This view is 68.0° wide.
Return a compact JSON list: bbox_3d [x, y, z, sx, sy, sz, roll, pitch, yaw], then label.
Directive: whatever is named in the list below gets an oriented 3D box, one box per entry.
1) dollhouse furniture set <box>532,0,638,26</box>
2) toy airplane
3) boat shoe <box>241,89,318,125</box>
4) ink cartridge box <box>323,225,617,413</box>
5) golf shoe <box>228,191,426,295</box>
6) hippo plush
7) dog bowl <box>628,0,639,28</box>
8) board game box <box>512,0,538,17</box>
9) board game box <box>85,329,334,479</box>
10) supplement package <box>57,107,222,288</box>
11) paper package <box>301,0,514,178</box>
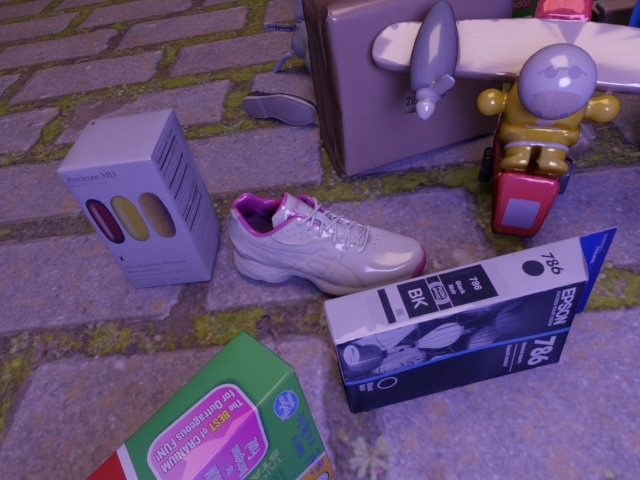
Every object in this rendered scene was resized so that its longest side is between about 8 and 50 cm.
[{"bbox_3d":[0.589,-0.457,1.003,0.211,0.161,0.242,-6,45,7],"label":"dollhouse furniture set"},{"bbox_3d":[0.316,-0.234,0.639,0.386,0.385,0.272,-35,1,24],"label":"toy airplane"},{"bbox_3d":[-0.085,-0.313,1.075,0.205,0.075,0.065,15,53,31],"label":"boat shoe"},{"bbox_3d":[0.179,0.097,0.541,0.332,0.166,0.065,-16,44,-1],"label":"ink cartridge box"},{"bbox_3d":[0.000,0.000,0.698,0.305,0.140,0.115,3,45,14],"label":"golf shoe"},{"bbox_3d":[0.018,-0.493,1.117,0.293,0.235,0.237,-13,44,-1],"label":"hippo plush"},{"bbox_3d":[0.556,-0.241,0.716,0.073,0.298,0.166,-11,3,8],"label":"dog bowl"},{"bbox_3d":[0.546,-0.523,0.992,0.316,0.046,0.213,-15,22,-5],"label":"board game box"},{"bbox_3d":[-0.126,0.263,0.391,0.064,0.242,0.316,28,58,33],"label":"board game box"},{"bbox_3d":[-0.262,-0.058,0.737,0.138,0.244,0.134,-7,44,7],"label":"supplement package"},{"bbox_3d":[0.151,-0.315,0.855,0.324,0.310,0.168,-18,45,-8],"label":"paper package"}]
